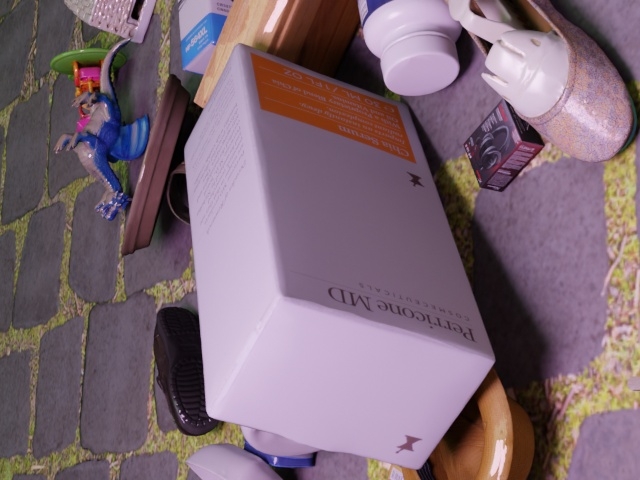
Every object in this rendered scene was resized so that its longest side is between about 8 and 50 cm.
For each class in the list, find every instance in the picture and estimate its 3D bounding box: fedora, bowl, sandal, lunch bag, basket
[{"bbox_3d":[0.151,0.195,1.278,0.194,0.079,0.194,-34,50,54],"label":"fedora"},{"bbox_3d":[-0.083,0.302,1.594,0.053,0.142,0.142,-49,25,-18],"label":"bowl"},{"bbox_3d":[-0.167,-0.067,1.823,0.120,0.086,0.303,-58,24,32],"label":"sandal"},{"bbox_3d":[-0.052,0.245,1.601,0.098,0.067,0.065,7,88,59],"label":"lunch bag"},{"bbox_3d":[-0.359,-0.419,2.232,0.167,0.103,0.113,42,116,54],"label":"basket"}]

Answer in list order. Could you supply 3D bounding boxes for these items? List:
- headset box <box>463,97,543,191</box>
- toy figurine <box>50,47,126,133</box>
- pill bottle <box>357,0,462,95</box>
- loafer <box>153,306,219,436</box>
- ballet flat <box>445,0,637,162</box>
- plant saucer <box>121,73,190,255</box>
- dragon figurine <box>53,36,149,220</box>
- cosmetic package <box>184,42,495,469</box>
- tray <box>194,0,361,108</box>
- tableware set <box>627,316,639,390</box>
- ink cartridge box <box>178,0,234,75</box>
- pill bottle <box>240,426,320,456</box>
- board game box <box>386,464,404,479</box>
[{"bbox_3d":[0.190,-0.101,1.345,0.083,0.032,0.062,-51,42,40],"label":"headset box"},{"bbox_3d":[-0.391,-0.227,2.245,0.173,0.130,0.159,138,126,-74],"label":"toy figurine"},{"bbox_3d":[0.099,-0.261,1.457,0.112,0.112,0.187,-40,51,46],"label":"pill bottle"},{"bbox_3d":[-0.188,0.193,1.836,0.220,0.080,0.078,-107,31,-44],"label":"loafer"},{"bbox_3d":[0.194,-0.190,1.292,0.108,0.106,0.316,-60,38,29],"label":"ballet flat"},{"bbox_3d":[-0.240,-0.108,1.931,0.278,0.041,0.278,-164,90,-83],"label":"plant saucer"},{"bbox_3d":[-0.339,-0.176,2.143,0.085,0.144,0.289,-6,62,52],"label":"dragon figurine"},{"bbox_3d":[0.000,0.000,1.351,0.161,0.230,0.453,-59,25,30],"label":"cosmetic package"},{"bbox_3d":[0.006,-0.334,1.539,0.076,0.203,0.411,35,115,20],"label":"tray"},{"bbox_3d":[0.344,0.070,1.053,0.194,0.039,0.128,-4,66,51],"label":"tableware set"},{"bbox_3d":[-0.110,-0.319,1.768,0.086,0.148,0.203,-34,55,49],"label":"ink cartridge box"},{"bbox_3d":[-0.048,0.097,1.548,0.160,0.160,0.283,-55,40,35],"label":"pill bottle"},{"bbox_3d":[0.131,0.343,1.310,0.243,0.042,0.165,28,106,57],"label":"board game box"}]
